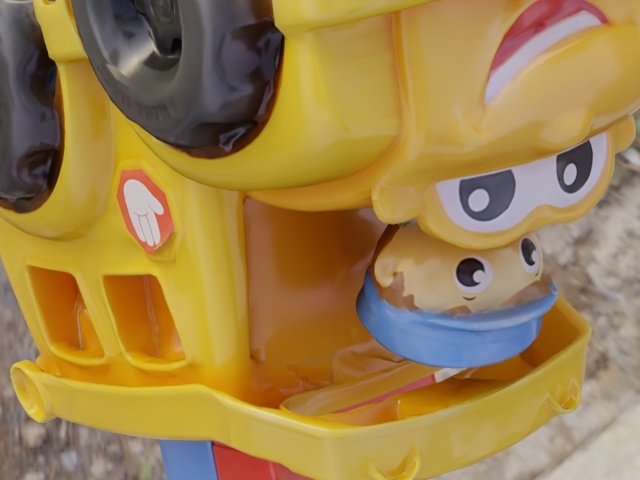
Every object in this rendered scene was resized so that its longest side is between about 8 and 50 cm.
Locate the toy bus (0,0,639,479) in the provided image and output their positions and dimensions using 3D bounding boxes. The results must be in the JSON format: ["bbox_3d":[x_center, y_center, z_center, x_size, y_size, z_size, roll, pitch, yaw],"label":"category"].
[{"bbox_3d":[0.000,0.000,0.477,0.149,0.220,0.211,-16,98,-35],"label":"toy bus"}]
